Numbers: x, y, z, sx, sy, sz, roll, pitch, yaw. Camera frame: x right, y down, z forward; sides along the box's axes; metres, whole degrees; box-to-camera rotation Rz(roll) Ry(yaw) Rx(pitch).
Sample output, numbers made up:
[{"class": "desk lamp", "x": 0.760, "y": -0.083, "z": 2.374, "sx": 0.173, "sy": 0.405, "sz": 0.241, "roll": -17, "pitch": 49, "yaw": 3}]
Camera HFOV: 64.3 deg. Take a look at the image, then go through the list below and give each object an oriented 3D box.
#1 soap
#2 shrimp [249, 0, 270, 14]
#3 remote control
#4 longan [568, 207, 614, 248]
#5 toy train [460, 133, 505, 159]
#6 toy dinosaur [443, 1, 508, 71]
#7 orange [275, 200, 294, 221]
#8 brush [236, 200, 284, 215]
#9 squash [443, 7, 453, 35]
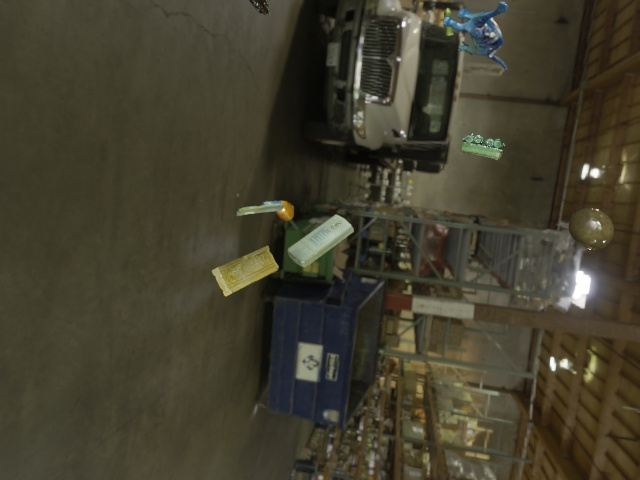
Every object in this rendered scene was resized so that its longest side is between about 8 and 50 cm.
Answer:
[{"class": "soap", "x": -0.233, "y": 0.094, "z": 1.636, "sx": 0.252, "sy": 0.037, "sz": 0.092, "roll": -26, "pitch": 89, "yaw": -55}, {"class": "shrimp", "x": -0.208, "y": -0.797, "z": 1.414, "sx": 0.233, "sy": 0.071, "sz": 0.365, "roll": 55, "pitch": -10, "yaw": 49}, {"class": "remote control", "x": 0.000, "y": 0.000, "z": 1.729, "sx": 0.233, "sy": 0.098, "sz": 0.038, "roll": -37, "pitch": 143, "yaw": -20}, {"class": "longan", "x": 1.132, "y": -0.048, "z": 2.144, "sx": 0.185, "sy": 0.159, "sz": 0.204, "roll": 56, "pitch": -2, "yaw": -6}, {"class": "toy train", "x": 0.563, "y": -0.328, "z": 1.775, "sx": 0.038, "sy": 0.147, "sz": 0.071, "roll": -63, "pitch": 165, "yaw": -60}, {"class": "toy dinosaur", "x": 0.377, "y": -0.495, "z": 1.207, "sx": 0.076, "sy": 0.144, "sz": 0.329, "roll": -62, "pitch": 159, "yaw": 3}, {"class": "orange", "x": -0.126, "y": -0.110, "z": 1.846, "sx": 0.086, "sy": 0.062, "sz": 0.086, "roll": 52, "pitch": 12, "yaw": -16}, {"class": "brush", "x": -0.198, "y": -0.108, "z": 1.665, "sx": 0.030, "sy": 0.178, "sz": 0.033, "roll": 61, "pitch": -41, "yaw": 22}, {"class": "squash", "x": 0.422, "y": -0.723, "z": 1.684, "sx": 0.027, "sy": 0.027, "sz": 0.083, "roll": -70, "pitch": 149, "yaw": -55}]
